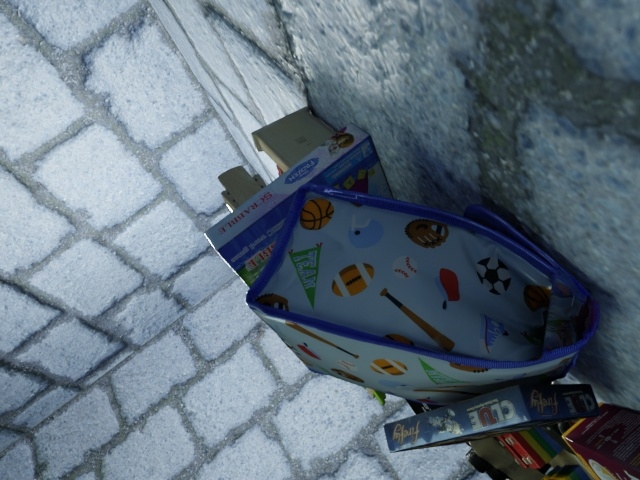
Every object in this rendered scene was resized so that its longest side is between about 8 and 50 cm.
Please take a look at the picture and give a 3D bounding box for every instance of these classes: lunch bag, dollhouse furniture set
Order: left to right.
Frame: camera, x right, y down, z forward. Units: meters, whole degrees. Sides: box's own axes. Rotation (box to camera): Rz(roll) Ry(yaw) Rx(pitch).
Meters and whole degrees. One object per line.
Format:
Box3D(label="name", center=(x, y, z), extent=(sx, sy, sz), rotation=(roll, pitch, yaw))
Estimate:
Box3D(label="dollhouse furniture set", center=(-0.050, -0.070, 1.005), extent=(0.198, 0.286, 0.303), rotation=(48, 161, 41))
Box3D(label="lunch bag", center=(0.148, 0.104, 0.672), extent=(0.385, 0.239, 0.328), rotation=(14, 158, 22))

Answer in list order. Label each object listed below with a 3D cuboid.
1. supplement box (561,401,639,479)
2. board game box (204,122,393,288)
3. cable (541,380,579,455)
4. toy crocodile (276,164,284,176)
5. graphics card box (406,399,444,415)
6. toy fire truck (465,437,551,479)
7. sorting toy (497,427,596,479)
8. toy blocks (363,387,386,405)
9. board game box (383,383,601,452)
Box3D(label="supplement box", center=(0.399, 0.276, 0.568), extent=(0.104, 0.080, 0.188), rotation=(52, 174, 8))
Box3D(label="board game box", center=(0.000, 0.000, 0.892), extent=(0.066, 0.318, 0.318), rotation=(47, 172, 43))
Box3D(label="cable", center=(0.450, 0.330, 0.759), extent=(0.287, 0.072, 0.139), rotation=(41, 157, 1))
Box3D(label="toy crocodile", center=(-0.063, -0.167, 1.182), extent=(0.115, 0.105, 0.341), rotation=(63, -171, -62))
Box3D(label="graphics card box", center=(0.261, 0.302, 1.177), extent=(0.371, 0.094, 0.233), rotation=(59, -151, -35))
Box3D(label="toy fire truck", center=(0.446, 0.539, 1.272), extent=(0.217, 0.158, 0.246), rotation=(36, -171, -16))
Box3D(label="sorting toy", center=(0.487, 0.473, 0.989), extent=(0.255, 0.089, 0.257), rotation=(50, 173, 27))
Box3D(label="toy blocks", center=(0.245, 0.362, 1.504), extent=(0.191, 0.260, 0.381), rotation=(52, 167, 26))
Box3D(label="board game box", center=(0.230, 0.251, 0.660), extent=(0.165, 0.243, 0.042), rotation=(11, -124, -33))
